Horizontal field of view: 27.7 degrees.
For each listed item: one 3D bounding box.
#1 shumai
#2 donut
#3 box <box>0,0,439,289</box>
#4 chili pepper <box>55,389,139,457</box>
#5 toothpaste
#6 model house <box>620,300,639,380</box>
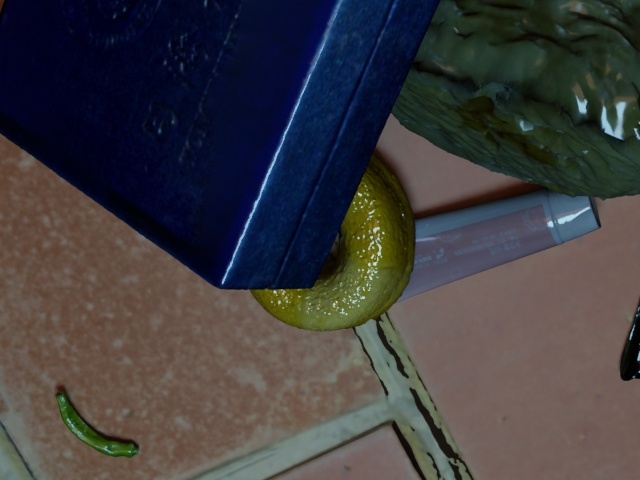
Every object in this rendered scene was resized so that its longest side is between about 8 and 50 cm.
[{"bbox_3d":[0.160,-0.158,0.893,0.256,0.189,0.218,20,88,19],"label":"shumai"},{"bbox_3d":[0.000,0.000,0.979,0.152,0.058,0.152,3,101,17],"label":"donut"},{"bbox_3d":[-0.081,-0.144,0.867,0.279,0.116,0.261,32,106,31],"label":"box"},{"bbox_3d":[-0.187,0.155,1.068,0.083,0.017,0.030,33,104,-5],"label":"chili pepper"},{"bbox_3d":[0.114,0.001,0.988,0.194,0.043,0.067,-16,100,17],"label":"toothpaste"},{"bbox_3d":[0.301,0.060,0.925,0.106,0.152,0.165,13,106,-3],"label":"model house"}]
